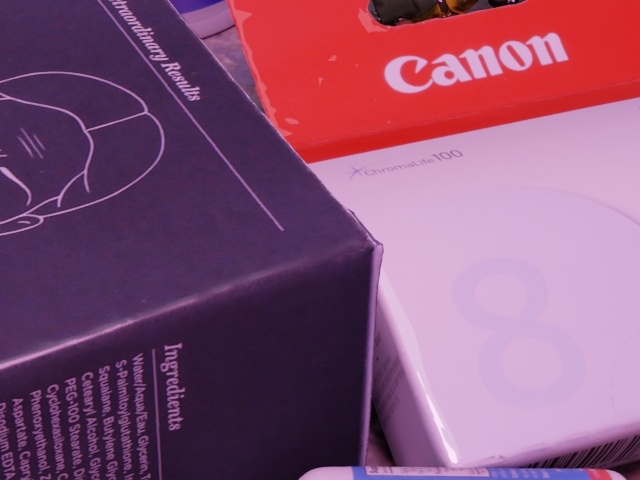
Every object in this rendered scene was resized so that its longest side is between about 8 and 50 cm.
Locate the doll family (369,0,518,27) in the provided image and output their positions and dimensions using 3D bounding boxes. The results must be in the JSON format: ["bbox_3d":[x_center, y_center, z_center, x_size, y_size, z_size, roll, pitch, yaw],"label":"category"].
[{"bbox_3d":[0.118,-0.204,1.324,0.193,0.111,0.076,-20,9,12],"label":"doll family"}]

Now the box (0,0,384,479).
[{"bbox_3d":[-0.211,0.049,0.941,0.395,0.212,0.293,-19,46,-22],"label":"box"}]

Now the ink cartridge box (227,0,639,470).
[{"bbox_3d":[0.142,-0.052,1.065,0.308,0.091,0.385,-13,67,-18],"label":"ink cartridge box"}]

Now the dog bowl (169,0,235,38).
[{"bbox_3d":[-0.160,-0.268,1.386,0.265,0.104,0.265,2,41,-1],"label":"dog bowl"}]

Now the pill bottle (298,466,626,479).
[{"bbox_3d":[0.046,0.177,0.877,0.221,0.124,0.124,0,41,-3],"label":"pill bottle"}]
